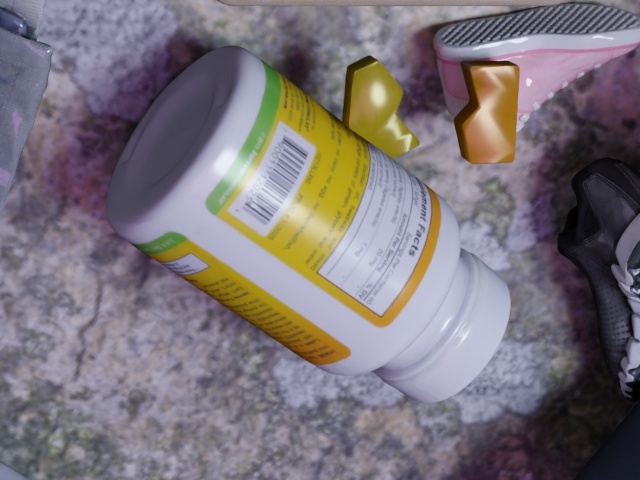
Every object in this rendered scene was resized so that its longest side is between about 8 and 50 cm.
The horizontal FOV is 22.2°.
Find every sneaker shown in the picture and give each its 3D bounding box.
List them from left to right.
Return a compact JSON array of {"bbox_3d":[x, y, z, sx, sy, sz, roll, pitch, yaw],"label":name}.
[{"bbox_3d":[0.140,-0.108,1.043,0.134,0.051,0.070,-8,121,-3],"label":"sneaker"},{"bbox_3d":[0.212,0.022,1.114,0.078,0.106,0.234,-31,146,-9],"label":"sneaker"}]

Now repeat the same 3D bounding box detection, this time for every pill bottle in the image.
[{"bbox_3d":[0.000,0.000,1.025,0.245,0.136,0.136,36,107,-26],"label":"pill bottle"}]

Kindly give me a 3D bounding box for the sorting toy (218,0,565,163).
[{"bbox_3d":[0.045,-0.197,0.957,0.229,0.041,0.307,-3,107,-14],"label":"sorting toy"}]

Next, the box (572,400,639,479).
[{"bbox_3d":[0.349,0.255,1.057,0.183,0.296,0.294,-50,124,-5],"label":"box"}]

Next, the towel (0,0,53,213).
[{"bbox_3d":[-0.336,-0.073,0.968,0.324,0.056,0.312,11,116,-17],"label":"towel"}]

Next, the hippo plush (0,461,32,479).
[{"bbox_3d":[-0.246,0.273,1.064,0.234,0.294,0.237,-3,113,-34],"label":"hippo plush"}]
